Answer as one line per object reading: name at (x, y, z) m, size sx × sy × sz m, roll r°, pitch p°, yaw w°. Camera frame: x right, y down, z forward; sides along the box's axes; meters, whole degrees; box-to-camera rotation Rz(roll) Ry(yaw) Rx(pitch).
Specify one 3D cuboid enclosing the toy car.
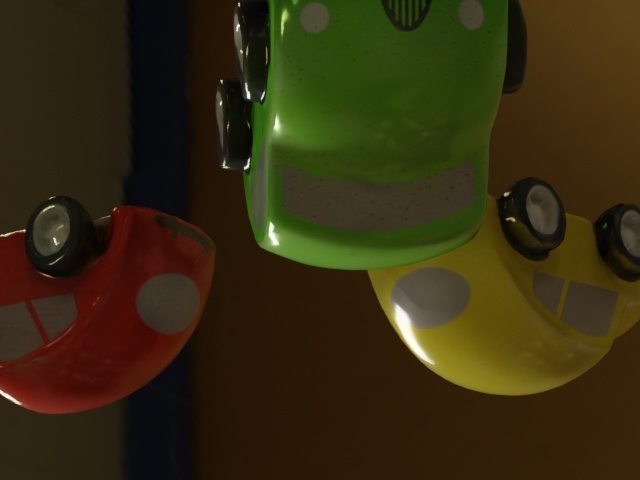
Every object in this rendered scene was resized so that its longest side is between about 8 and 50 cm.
toy car at (0.000, 0.000, 0.425) m, size 0.225 × 0.239 × 0.053 m, roll 111°, pitch 155°, yaw -70°
